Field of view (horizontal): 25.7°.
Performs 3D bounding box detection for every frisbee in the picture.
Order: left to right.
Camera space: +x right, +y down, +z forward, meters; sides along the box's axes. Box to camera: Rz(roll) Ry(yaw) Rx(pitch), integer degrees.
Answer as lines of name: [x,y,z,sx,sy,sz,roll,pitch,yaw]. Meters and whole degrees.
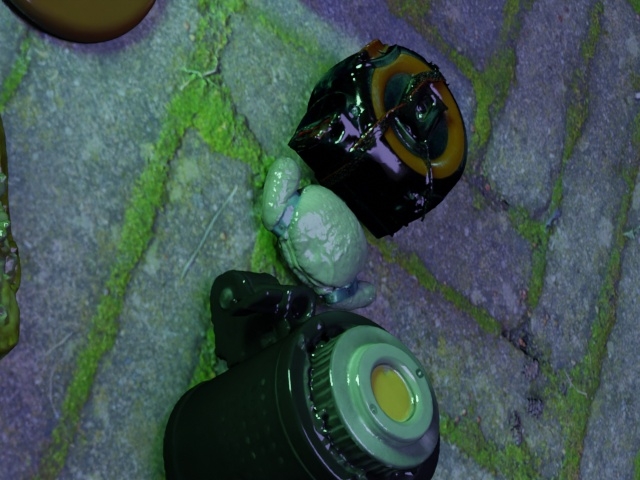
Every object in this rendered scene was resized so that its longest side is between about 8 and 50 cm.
frisbee: [-0.252,-0.325,1.430,0.251,0.021,0.251,11,75,-45]

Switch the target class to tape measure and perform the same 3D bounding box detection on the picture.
tape measure: [0.079,-0.126,1.660,0.202,0.135,0.223,45,49,-21]

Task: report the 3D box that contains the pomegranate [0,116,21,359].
pomegranate: [-0.387,-0.030,1.080,0.358,0.216,0.310,50,29,-47]

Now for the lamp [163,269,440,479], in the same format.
lamp: [-0.012,0.208,1.415,0.205,0.272,0.374,5,80,-44]

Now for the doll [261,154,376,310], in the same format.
doll: [0.000,0.000,1.604,0.214,0.071,0.103,56,49,-24]
